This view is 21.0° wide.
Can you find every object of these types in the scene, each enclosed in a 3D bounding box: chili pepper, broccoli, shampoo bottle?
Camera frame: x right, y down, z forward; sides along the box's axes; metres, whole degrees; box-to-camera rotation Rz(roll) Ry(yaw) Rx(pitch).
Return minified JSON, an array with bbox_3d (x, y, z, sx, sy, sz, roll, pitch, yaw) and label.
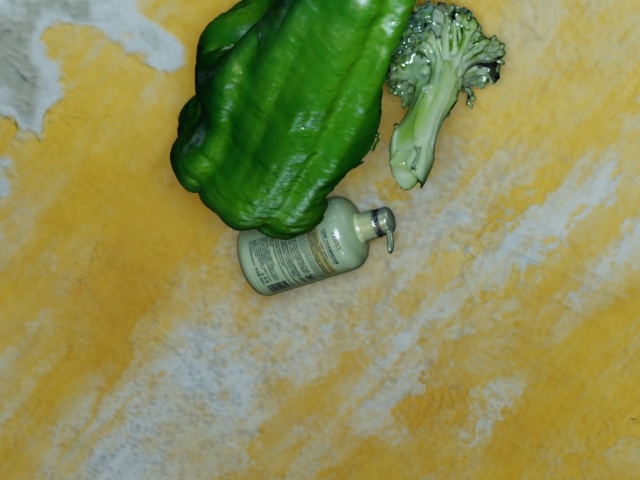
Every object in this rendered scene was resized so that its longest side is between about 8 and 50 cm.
[{"bbox_3d":[-0.027,-0.162,1.601,0.167,0.213,0.385,8,138,-26],"label":"chili pepper"},{"bbox_3d":[0.099,-0.131,1.608,0.118,0.204,0.122,35,137,-17],"label":"broccoli"},{"bbox_3d":[0.000,0.000,1.766,0.162,0.079,0.079,-18,113,19],"label":"shampoo bottle"}]
